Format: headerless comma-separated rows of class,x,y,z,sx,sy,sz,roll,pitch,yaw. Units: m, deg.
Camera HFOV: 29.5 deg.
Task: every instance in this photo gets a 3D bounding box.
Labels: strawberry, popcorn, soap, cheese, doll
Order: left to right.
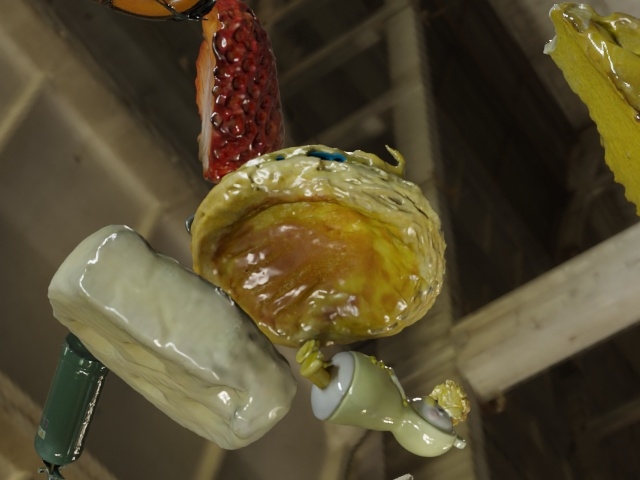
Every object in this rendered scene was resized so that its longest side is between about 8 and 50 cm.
cheese,-0.181,0.117,1.447,0.318,0.115,0.326,19,154,39
strawberry,-0.136,-0.261,2.140,0.265,0.149,0.336,-105,17,-52
doll,0.097,0.242,1.831,0.296,0.117,0.141,22,-173,-16
popcorn,0.239,0.296,2.178,0.084,0.084,0.084,50,-159,-27
soap,0.431,-0.138,1.678,0.169,0.304,0.339,103,-178,-60

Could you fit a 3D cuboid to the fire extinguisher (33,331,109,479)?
fire extinguisher,-0.466,0.326,2.259,0.095,0.311,0.114,2,-149,-38

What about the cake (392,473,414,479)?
cake,0.120,0.415,1.988,0.121,0.065,0.052,91,-157,-60

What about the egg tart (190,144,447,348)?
egg tart,0.000,0.000,1.793,0.388,0.388,0.169,48,-154,-31

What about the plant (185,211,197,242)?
plant,-0.162,0.031,2.641,0.188,0.199,0.276,-119,5,-69

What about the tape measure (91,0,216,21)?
tape measure,-0.199,-0.345,1.403,0.223,0.202,0.135,101,179,-61
